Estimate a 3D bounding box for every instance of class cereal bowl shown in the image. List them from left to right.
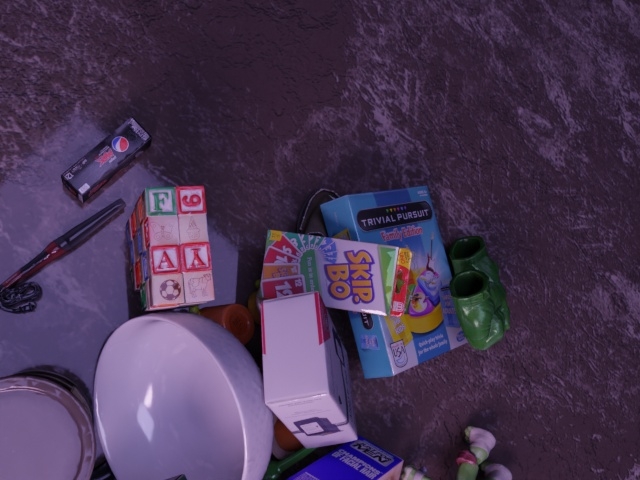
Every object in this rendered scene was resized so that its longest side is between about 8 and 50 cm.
[{"bbox_3d":[-0.204,0.274,1.027,0.141,0.339,0.339,-7,82,-56],"label":"cereal bowl"}]

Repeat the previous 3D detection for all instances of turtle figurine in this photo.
[{"bbox_3d":[0.240,0.504,1.250,0.198,0.274,0.266,42,47,15],"label":"turtle figurine"}]

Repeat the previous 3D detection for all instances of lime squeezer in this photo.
[{"bbox_3d":[-0.070,0.462,1.148,0.110,0.059,0.310,12,101,-11],"label":"lime squeezer"}]

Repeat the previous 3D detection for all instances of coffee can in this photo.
[{"bbox_3d":[-0.439,0.297,0.945,0.201,0.275,0.201,4,79,-19],"label":"coffee can"}]

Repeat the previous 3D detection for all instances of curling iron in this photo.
[{"bbox_3d":[-0.448,0.023,1.117,0.068,0.035,0.274,46,70,-12],"label":"curling iron"}]

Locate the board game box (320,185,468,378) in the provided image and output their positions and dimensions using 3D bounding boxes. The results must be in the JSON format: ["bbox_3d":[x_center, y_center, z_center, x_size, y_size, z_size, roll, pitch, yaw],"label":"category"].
[{"bbox_3d":[0.152,0.070,1.251,0.254,0.079,0.336,-11,85,-45],"label":"board game box"}]

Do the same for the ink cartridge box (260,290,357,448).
[{"bbox_3d":[-0.015,0.217,1.036,0.100,0.237,0.172,-11,56,8],"label":"ink cartridge box"}]

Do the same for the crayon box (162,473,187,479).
[{"bbox_3d":[-0.274,0.539,0.932,0.313,0.363,0.106,62,30,-2],"label":"crayon box"}]

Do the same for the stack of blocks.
[{"bbox_3d":[-0.255,0.028,1.044,0.087,0.297,0.171,-4,83,-22],"label":"stack of blocks"}]

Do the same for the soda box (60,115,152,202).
[{"bbox_3d":[-0.384,-0.146,1.154,0.053,0.060,0.169,46,70,-6],"label":"soda box"}]

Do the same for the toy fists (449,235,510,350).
[{"bbox_3d":[0.320,0.106,1.279,0.096,0.279,0.142,-13,114,16],"label":"toy fists"}]

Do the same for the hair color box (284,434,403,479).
[{"bbox_3d":[-0.003,0.472,1.044,0.339,0.110,0.185,-9,114,-56],"label":"hair color box"}]

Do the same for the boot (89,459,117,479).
[{"bbox_3d":[-0.350,0.424,1.079,0.121,0.045,0.099,-34,90,-28],"label":"boot"}]

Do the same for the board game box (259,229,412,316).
[{"bbox_3d":[0.026,0.058,1.133,0.259,0.039,0.124,8,89,6],"label":"board game box"}]

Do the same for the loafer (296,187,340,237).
[{"bbox_3d":[0.000,0.000,1.238,0.094,0.087,0.251,21,61,-16],"label":"loafer"}]

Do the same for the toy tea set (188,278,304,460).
[{"bbox_3d":[-0.126,0.246,1.175,0.200,0.124,0.336,-8,79,-50],"label":"toy tea set"}]
